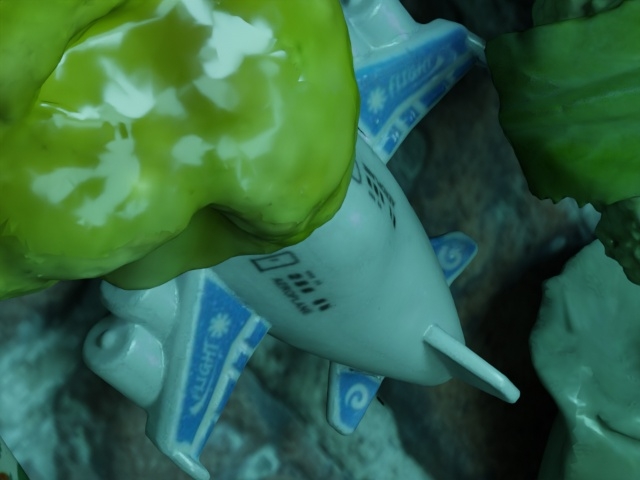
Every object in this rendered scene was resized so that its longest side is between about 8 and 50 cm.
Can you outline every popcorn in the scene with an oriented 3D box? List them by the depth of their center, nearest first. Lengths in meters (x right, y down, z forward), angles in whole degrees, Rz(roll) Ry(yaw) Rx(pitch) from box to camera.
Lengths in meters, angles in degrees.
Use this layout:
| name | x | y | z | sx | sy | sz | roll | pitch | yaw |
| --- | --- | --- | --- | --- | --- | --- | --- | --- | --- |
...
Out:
| name | x | y | z | sx | sy | sz | roll | pitch | yaw |
| --- | --- | --- | --- | --- | --- | --- | --- | --- | --- |
| popcorn | -0.149 | -0.137 | 0.605 | 0.292 | 0.334 | 0.293 | -2 | 137 | -34 |

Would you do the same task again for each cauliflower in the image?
| name | x | y | z | sx | sy | sz | roll | pitch | yaw |
| --- | --- | --- | --- | --- | --- | --- | --- | --- | --- |
| cauliflower | 0.224 | -0.091 | 0.890 | 0.239 | 0.315 | 0.256 | 29 | 67 | -43 |

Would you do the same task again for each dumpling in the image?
| name | x | y | z | sx | sy | sz | roll | pitch | yaw |
| --- | --- | --- | --- | --- | --- | --- | --- | --- | --- |
| dumpling | 0.269 | 0.146 | 1.170 | 0.270 | 0.212 | 0.320 | -36 | 138 | -29 |

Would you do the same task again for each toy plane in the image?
| name | x | y | z | sx | sy | sz | roll | pitch | yaw |
| --- | --- | --- | --- | --- | --- | --- | --- | --- | --- |
| toy plane | -0.004 | -0.002 | 0.937 | 0.267 | 0.123 | 0.266 | -13 | 113 | -35 |

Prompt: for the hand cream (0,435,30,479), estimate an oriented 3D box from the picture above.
| name | x | y | z | sx | sy | sz | roll | pitch | yaw |
| --- | --- | --- | --- | --- | --- | --- | --- | --- | --- |
| hand cream | -0.189 | 0.089 | 0.857 | 0.095 | 0.059 | 0.276 | -42 | 125 | -17 |
